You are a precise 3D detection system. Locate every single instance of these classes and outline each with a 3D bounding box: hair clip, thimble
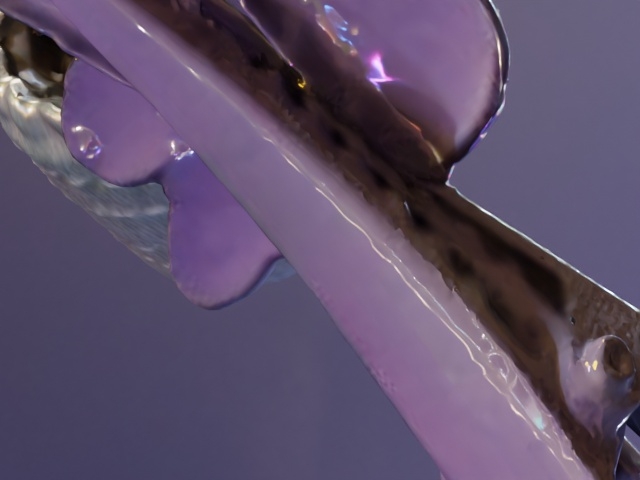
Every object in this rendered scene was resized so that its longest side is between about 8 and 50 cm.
[{"bbox_3d":[0.010,-0.003,0.438,0.278,0.137,0.090,51,-138,8],"label":"hair clip"},{"bbox_3d":[-0.071,-0.097,0.909,0.236,0.205,0.172,32,172,47],"label":"thimble"}]
